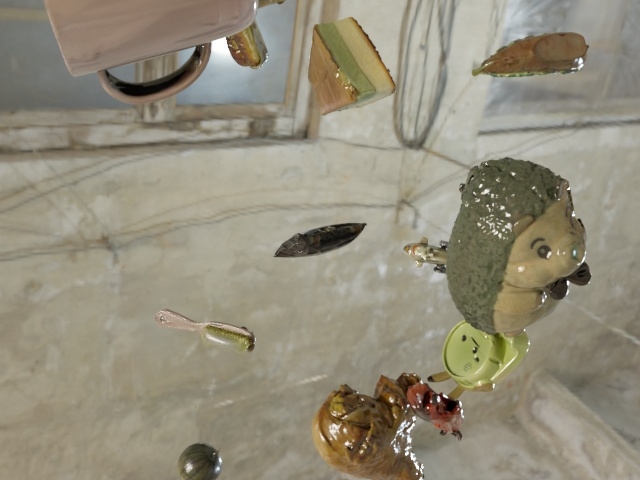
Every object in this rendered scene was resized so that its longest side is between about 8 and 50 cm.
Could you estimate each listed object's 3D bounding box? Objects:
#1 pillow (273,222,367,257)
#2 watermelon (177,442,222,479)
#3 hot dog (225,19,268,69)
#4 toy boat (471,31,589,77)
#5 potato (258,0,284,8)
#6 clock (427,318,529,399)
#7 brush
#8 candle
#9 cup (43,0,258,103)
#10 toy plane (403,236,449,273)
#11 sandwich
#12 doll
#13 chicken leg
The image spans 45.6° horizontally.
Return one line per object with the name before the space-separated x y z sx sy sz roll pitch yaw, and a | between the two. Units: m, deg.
pillow | 0.000 0.001 1.301 0.150 0.048 0.090 -12 -177 -40
watermelon | -0.278 0.527 1.806 0.105 0.133 0.105 34 -153 -21
hot dog | -0.207 -0.545 1.898 0.082 0.270 0.162 -27 -143 -10
toy boat | 0.500 -0.427 1.769 0.293 0.108 0.099 -13 171 -16
potato | -0.138 -0.595 1.744 0.176 0.137 0.137 -17 -149 -14
clock | 0.327 0.246 1.628 0.069 0.232 0.170 27 -163 -32
brush | -0.328 0.248 2.094 0.313 0.072 0.067 14 -167 19
candle | 0.202 0.289 1.274 0.084 0.059 0.301 26 168 22
cup | -0.175 -0.258 0.788 0.200 0.252 0.191 -14 -134 -11
toy plane | 0.356 0.050 2.068 0.286 0.092 0.108 14 179 24
sandwich | 0.061 -0.330 1.613 0.108 0.186 0.220 -18 -120 -17
doll | 0.329 0.015 1.273 0.247 0.349 0.247 -6 -130 7
chicken leg | 0.172 0.451 1.732 0.182 0.409 0.295 -12 -143 55
